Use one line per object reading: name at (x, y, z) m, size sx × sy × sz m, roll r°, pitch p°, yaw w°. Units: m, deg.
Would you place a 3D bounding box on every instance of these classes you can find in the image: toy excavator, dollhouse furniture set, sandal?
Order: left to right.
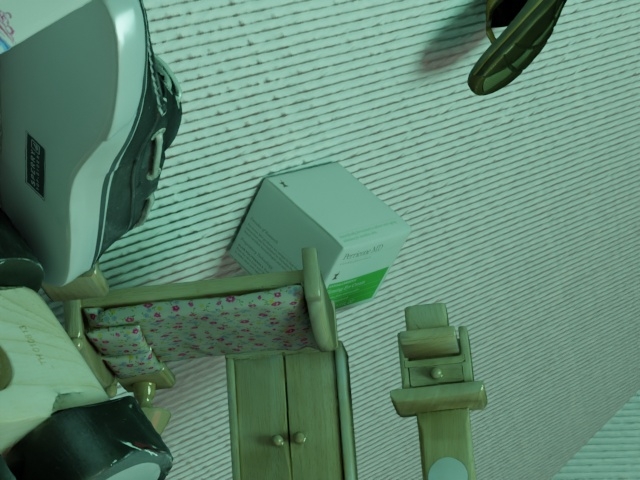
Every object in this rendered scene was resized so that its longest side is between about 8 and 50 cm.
toy excavator at (-0.377, 0.212, 1.224) m, size 0.445 × 0.222 × 0.433 m, roll -49°, pitch 157°, yaw 26°
dollhouse furniture set at (-0.028, 0.122, 1.498) m, size 0.303 × 0.174 × 0.355 m, roll -7°, pitch 159°, yaw 6°
sandal at (0.182, -0.217, 1.677) m, size 0.219 × 0.060 × 0.090 m, roll -58°, pitch 166°, yaw -13°

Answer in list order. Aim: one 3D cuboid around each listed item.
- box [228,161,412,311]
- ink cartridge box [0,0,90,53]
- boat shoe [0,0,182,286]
box at (0.000, 0.000, 1.641) m, size 0.101 × 0.102 × 0.087 m, roll -15°, pitch 139°, yaw -50°
ink cartridge box at (-0.206, -0.174, 0.863) m, size 0.278 × 0.117 × 0.201 m, roll -35°, pitch 116°, yaw -26°
boat shoe at (-0.139, -0.085, 1.256) m, size 0.102 × 0.108 × 0.301 m, roll -33°, pitch 156°, yaw -30°
